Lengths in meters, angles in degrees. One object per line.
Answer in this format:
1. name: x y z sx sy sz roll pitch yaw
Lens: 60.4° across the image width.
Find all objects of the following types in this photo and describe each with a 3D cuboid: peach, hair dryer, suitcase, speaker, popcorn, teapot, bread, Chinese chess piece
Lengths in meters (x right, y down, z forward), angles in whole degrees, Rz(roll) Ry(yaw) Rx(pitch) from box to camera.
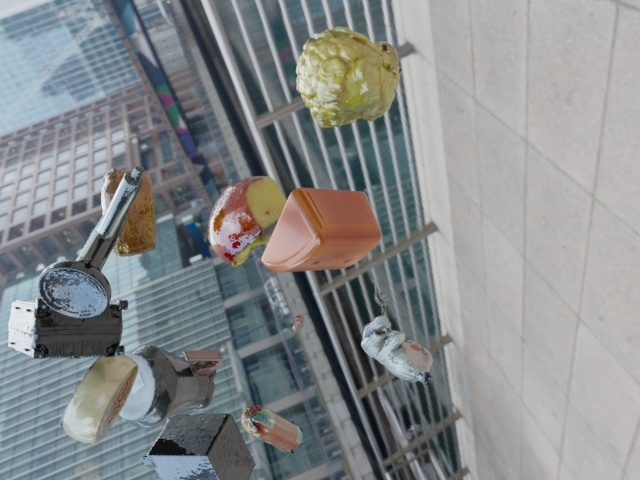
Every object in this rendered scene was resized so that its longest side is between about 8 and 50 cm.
1. peach: -0.268 -0.075 1.934 0.242 0.306 0.380 52 150 -6
2. hair dryer: -0.521 -0.028 1.280 0.320 0.156 0.284 -85 13 -44
3. suitcase: -0.692 0.228 1.492 0.335 0.230 0.152 -4 81 51
4. speaker: -0.372 0.681 1.708 0.184 0.254 0.232 -59 -45 -57
5. popcorn: 0.061 -0.361 1.246 0.250 0.250 0.190 78 -178 -67
6. teapot: -0.577 0.546 2.163 0.362 0.376 0.305 18 -144 -59
7. bread: -0.638 -0.100 1.838 0.312 0.172 0.312 173 90 -72
8. Chinese chess piece: -0.654 0.466 1.645 0.112 0.270 0.270 25 176 -2

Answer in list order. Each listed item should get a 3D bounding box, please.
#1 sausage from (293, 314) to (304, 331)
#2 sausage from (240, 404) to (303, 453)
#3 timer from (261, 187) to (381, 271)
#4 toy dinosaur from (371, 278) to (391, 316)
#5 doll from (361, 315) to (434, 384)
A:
1. sausage: -0.082 0.312 2.078 0.036 0.042 0.158 33 158 9
2. sausage: -0.120 0.444 1.312 0.083 0.083 0.264 65 -175 36
3. timer: 0.000 0.000 1.484 0.250 0.257 0.161 -49 54 40
4. toy dinosaur: 0.253 0.237 2.258 0.180 0.058 0.037 69 156 15
5. doll: 0.178 0.257 1.266 0.192 0.095 0.149 38 171 12
